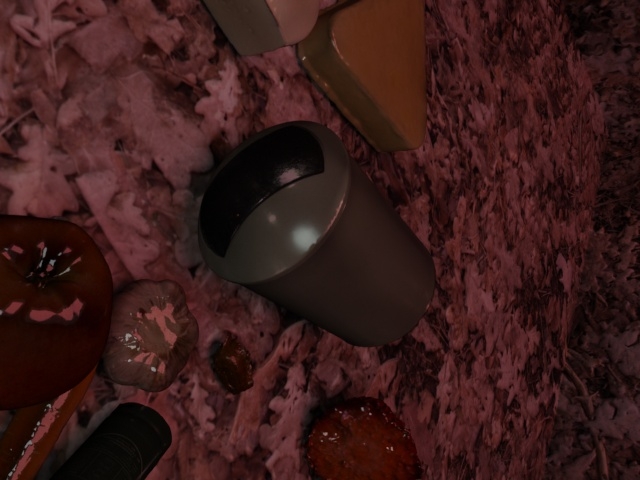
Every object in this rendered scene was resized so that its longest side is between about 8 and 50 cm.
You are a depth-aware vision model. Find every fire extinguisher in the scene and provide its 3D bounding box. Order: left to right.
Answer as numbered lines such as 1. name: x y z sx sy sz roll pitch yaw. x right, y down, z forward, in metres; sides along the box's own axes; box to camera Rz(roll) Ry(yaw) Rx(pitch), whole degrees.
1. fire extinguisher: -0.304 0.322 0.765 0.114 0.095 0.311 36 31 -1

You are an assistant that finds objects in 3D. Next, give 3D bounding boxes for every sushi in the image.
1. sushi: -0.143 0.207 1.060 0.060 0.061 0.118 -50 147 -49

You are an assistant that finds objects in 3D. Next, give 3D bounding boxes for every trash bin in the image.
1. trash bin: 0.000 0.000 1.069 0.432 0.280 0.280 39 60 -47

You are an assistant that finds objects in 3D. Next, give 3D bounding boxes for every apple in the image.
1. apple: -0.344 0.074 0.685 0.234 0.234 0.234 1 89 -51

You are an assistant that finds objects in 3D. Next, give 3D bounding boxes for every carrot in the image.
1. carrot: -0.349 0.219 0.794 0.067 0.067 0.225 46 58 -40

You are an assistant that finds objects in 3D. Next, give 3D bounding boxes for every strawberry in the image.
1. strawberry: 0.104 0.391 1.256 0.178 0.234 0.234 -47 126 -66

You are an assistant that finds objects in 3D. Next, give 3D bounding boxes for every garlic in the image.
1. garlic: -0.247 0.135 0.895 0.147 0.102 0.159 8 71 -37

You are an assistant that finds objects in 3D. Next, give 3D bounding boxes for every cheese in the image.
1. cheese: 0.098 -0.387 1.324 0.384 0.104 0.384 1 89 -51

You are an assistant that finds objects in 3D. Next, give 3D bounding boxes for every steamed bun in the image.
1. steamed bun: -0.104 -0.443 1.040 0.164 0.146 0.242 -55 130 -30

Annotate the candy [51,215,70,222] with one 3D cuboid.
1. candy: -0.322 0.053 0.830 0.045 0.043 0.175 85 -16 -83
